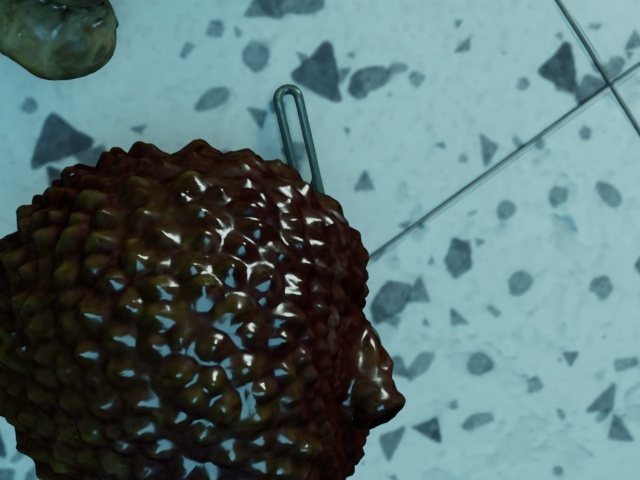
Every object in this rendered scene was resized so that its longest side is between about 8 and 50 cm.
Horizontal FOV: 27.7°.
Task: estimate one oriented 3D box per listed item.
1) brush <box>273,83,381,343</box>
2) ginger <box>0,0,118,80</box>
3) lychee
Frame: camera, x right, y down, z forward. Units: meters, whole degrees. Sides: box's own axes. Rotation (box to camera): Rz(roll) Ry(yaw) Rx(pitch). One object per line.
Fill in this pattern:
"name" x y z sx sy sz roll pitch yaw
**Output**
"brush" 0.000 0.000 1.089 0.062 0.027 0.266 -15 105 -5
"ginger" -0.213 -0.261 0.913 0.244 0.155 0.304 -19 115 31
"lychee" -0.096 0.080 0.961 0.330 0.306 0.306 7 104 14
